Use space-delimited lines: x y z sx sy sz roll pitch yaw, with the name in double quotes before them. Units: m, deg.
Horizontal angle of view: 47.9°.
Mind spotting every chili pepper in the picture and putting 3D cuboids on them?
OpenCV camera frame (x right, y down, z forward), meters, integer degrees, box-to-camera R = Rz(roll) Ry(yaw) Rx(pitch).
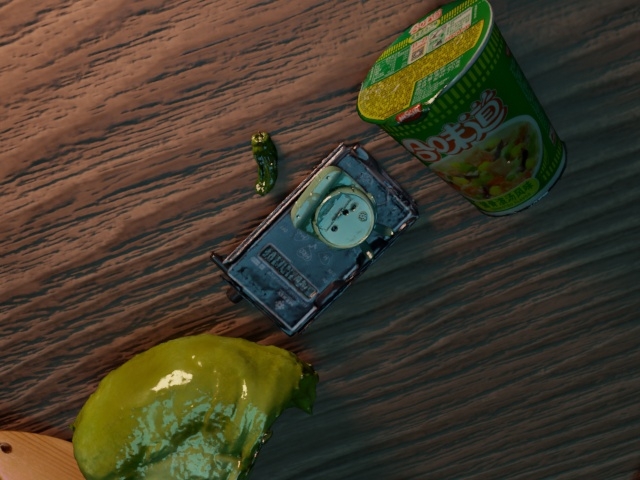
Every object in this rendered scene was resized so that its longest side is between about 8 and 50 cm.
"chili pepper" -0.077 -0.108 0.998 0.030 0.034 0.091 10 117 25

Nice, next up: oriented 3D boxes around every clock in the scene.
"clock" 0.035 -0.032 0.997 0.135 0.041 0.101 34 101 -16

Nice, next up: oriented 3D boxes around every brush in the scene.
"brush" -0.443 0.405 1.109 0.266 0.174 0.166 39 114 -12

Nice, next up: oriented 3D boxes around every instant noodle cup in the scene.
"instant noodle cup" 0.193 -0.151 0.927 0.207 0.207 0.232 -41 120 11

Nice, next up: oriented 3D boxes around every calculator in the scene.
"calculator" 0.000 0.000 1.039 0.274 0.028 0.165 -45 111 6

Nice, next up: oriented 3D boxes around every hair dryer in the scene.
"hair dryer" -0.134 0.051 1.060 0.047 0.026 0.083 -39 108 10

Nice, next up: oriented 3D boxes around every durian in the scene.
"durian" -0.179 0.256 1.035 0.339 0.204 0.256 17 72 -8
